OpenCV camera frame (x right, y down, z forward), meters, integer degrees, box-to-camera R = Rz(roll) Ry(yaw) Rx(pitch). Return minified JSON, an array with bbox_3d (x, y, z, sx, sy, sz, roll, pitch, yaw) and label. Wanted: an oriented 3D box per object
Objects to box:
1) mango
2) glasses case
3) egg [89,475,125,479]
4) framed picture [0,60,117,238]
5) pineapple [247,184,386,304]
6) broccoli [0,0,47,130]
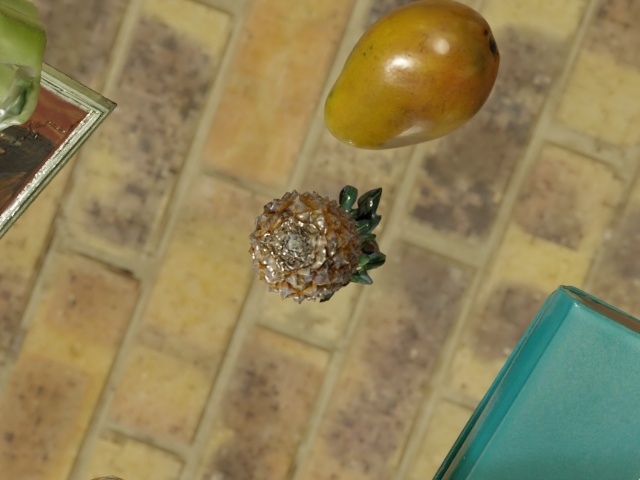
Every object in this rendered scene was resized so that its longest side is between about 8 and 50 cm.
[{"bbox_3d":[0.073,-0.124,1.219,0.163,0.111,0.089,125,158,-54],"label":"mango"},{"bbox_3d":[0.126,0.178,1.041,0.301,0.117,0.070,-59,21,11],"label":"glasses case"},{"bbox_3d":[-0.171,0.224,1.246,0.083,0.071,0.071,30,104,45],"label":"egg"},{"bbox_3d":[-0.363,-0.085,1.520,0.273,0.216,0.016,-46,36,22],"label":"framed picture"},{"bbox_3d":[-0.001,0.000,1.219,0.221,0.083,0.103,4,-83,-79],"label":"pineapple"},{"bbox_3d":[-0.291,-0.137,0.807,0.260,0.235,0.288,-12,-27,-50],"label":"broccoli"}]
